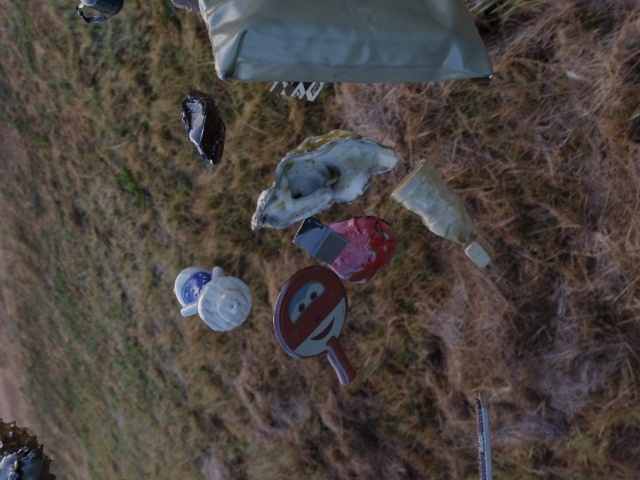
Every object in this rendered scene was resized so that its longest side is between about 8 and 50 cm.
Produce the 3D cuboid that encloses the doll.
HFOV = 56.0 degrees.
[{"bbox_3d":[-0.246,0.122,1.342,0.119,0.138,0.293,50,159,-27],"label":"doll"}]

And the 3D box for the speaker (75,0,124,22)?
[{"bbox_3d":[-0.440,-0.469,1.193,0.060,0.075,0.094,42,112,30],"label":"speaker"}]

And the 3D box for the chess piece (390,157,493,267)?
[{"bbox_3d":[0.316,-0.055,1.476,0.301,0.137,0.137,44,139,-5],"label":"chess piece"}]

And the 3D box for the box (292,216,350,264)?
[{"bbox_3d":[0.000,0.000,1.262,0.084,0.122,0.069,32,91,29],"label":"box"}]

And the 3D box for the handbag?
[{"bbox_3d":[0.017,-0.275,0.652,0.109,0.316,0.253,116,141,-57],"label":"handbag"}]

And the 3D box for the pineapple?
[{"bbox_3d":[-0.593,0.425,1.105,0.362,0.202,0.202,-22,102,48],"label":"pineapple"}]

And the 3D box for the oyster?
[{"bbox_3d":[-0.013,-0.118,1.159,0.166,0.110,0.341,30,137,-20],"label":"oyster"}]

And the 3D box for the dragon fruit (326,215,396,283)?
[{"bbox_3d":[0.121,0.028,1.677,0.163,0.262,0.189,6,87,45],"label":"dragon fruit"}]

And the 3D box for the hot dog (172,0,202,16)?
[{"bbox_3d":[-0.259,-0.487,1.223,0.083,0.035,0.058,17,134,-13],"label":"hot dog"}]

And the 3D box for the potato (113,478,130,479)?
[{"bbox_3d":[-0.340,0.436,1.021,0.103,0.096,0.066,-44,56,30],"label":"potato"}]

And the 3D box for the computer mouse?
[{"bbox_3d":[-0.305,-0.313,1.626,0.077,0.146,0.241,-21,66,21],"label":"computer mouse"}]

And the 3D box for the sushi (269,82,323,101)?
[{"bbox_3d":[-0.012,-0.416,1.150,0.050,0.290,0.264,26,-175,-30],"label":"sushi"}]

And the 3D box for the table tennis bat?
[{"bbox_3d":[0.001,0.096,0.645,0.019,0.098,0.154,11,136,48],"label":"table tennis bat"}]

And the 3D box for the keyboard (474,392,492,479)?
[{"bbox_3d":[0.196,0.269,0.716,0.017,0.055,0.166,-3,95,14],"label":"keyboard"}]
